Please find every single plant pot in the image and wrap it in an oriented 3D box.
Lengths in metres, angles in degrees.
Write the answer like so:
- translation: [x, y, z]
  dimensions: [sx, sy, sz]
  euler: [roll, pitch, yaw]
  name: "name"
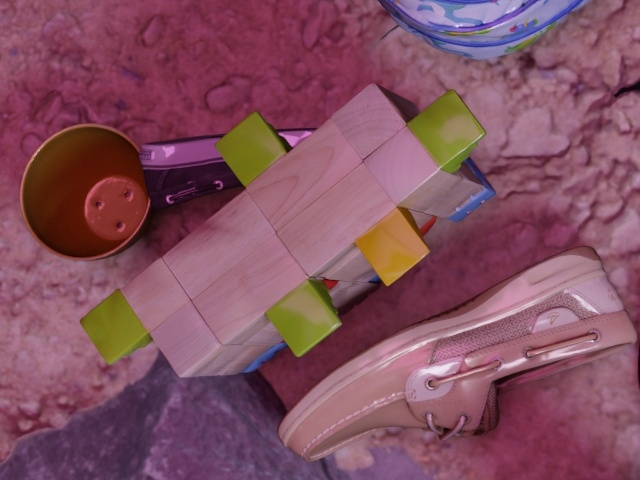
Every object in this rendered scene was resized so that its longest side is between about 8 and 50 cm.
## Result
- translation: [-0.216, -0.040, 1.712]
  dimensions: [0.134, 0.095, 0.134]
  euler: [-2, 81, 12]
  name: "plant pot"

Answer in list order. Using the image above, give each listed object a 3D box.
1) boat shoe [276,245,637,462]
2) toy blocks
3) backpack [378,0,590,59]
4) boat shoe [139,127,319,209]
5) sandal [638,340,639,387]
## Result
- translation: [0.123, 0.128, 1.597]
  dimensions: [0.341, 0.121, 0.110]
  euler: [-29, 75, 5]
  name: "boat shoe"
- translation: [0.000, 0.000, 1.587]
  dimensions: [0.381, 0.261, 0.191]
  euler: [-39, 77, 11]
  name: "toy blocks"
- translation: [0.183, -0.340, 1.615]
  dimensions: [0.290, 0.273, 0.355]
  euler: [45, 104, 9]
  name: "backpack"
- translation: [-0.059, -0.066, 1.665]
  dimensions: [0.228, 0.080, 0.076]
  euler: [-7, 98, -22]
  name: "boat shoe"
- translation: [0.322, 0.139, 1.581]
  dimensions: [0.049, 0.072, 0.180]
  euler: [-6, 81, -4]
  name: "sandal"
